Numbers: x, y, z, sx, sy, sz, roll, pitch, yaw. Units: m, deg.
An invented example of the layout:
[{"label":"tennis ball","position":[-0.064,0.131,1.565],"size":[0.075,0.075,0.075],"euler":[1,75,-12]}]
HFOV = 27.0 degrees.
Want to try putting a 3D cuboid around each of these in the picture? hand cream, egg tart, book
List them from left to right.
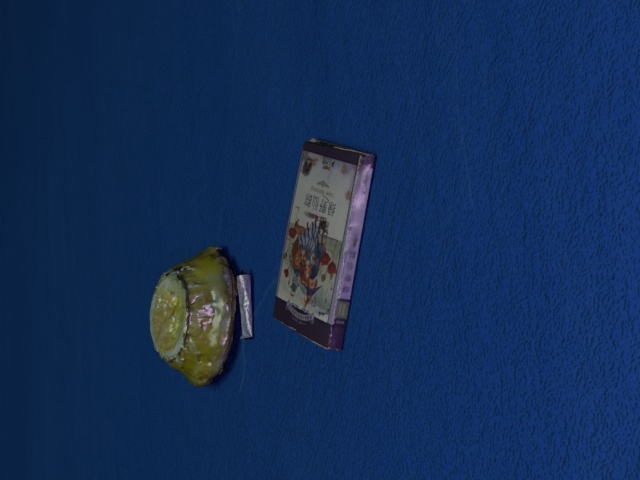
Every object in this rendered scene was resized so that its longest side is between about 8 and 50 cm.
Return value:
[{"label":"egg tart","position":[-0.177,0.106,1.843],"size":[0.197,0.078,0.197],"euler":[-13,76,59]},{"label":"hand cream","position":[-0.098,0.085,1.767],"size":[0.030,0.019,0.093],"euler":[-15,78,59]},{"label":"book","position":[-0.001,0.000,1.585],"size":[0.157,0.026,0.231],"euler":[23,104,62]}]
